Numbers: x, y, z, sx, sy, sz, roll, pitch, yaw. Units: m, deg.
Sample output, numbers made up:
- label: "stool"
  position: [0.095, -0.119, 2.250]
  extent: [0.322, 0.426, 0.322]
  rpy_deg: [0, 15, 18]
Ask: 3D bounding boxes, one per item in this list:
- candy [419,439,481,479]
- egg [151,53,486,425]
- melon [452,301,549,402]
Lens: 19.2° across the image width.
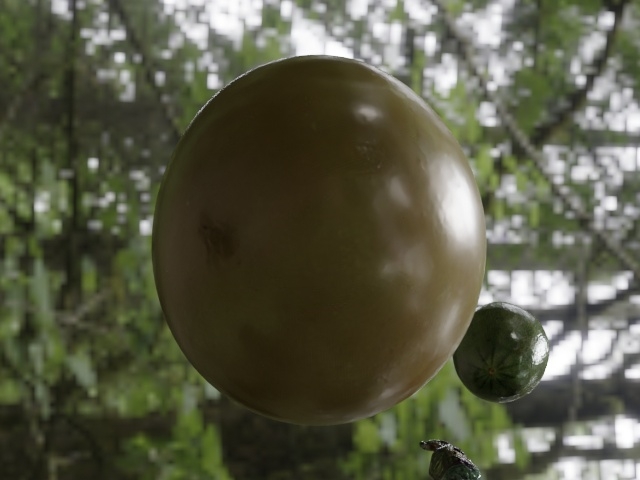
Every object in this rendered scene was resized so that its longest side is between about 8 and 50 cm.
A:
- label: "candy"
  position: [0.145, 0.254, 2.094]
  extent: [0.175, 0.045, 0.043]
  rpy_deg: [-135, -115, -78]
- label: "egg"
  position: [0.000, 0.000, 1.688]
  extent: [0.374, 0.301, 0.301]
  rpy_deg: [100, -22, -52]
- label: "melon"
  position: [0.211, 0.131, 2.209]
  extent: [0.167, 0.114, 0.114]
  rpy_deg: [-66, 162, -77]
